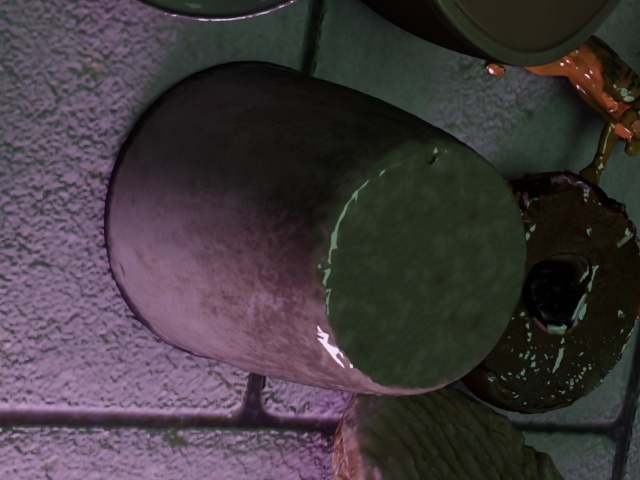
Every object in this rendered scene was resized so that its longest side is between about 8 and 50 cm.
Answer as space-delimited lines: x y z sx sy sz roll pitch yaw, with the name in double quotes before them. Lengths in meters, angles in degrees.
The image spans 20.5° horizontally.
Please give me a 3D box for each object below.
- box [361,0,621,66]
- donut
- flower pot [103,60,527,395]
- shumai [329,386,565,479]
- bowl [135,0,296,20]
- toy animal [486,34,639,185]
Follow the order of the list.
"box" 0.147 -0.326 1.667 0.301 0.216 0.301 -8 105 -29
"donut" 0.223 0.052 1.859 0.269 0.103 0.270 -7 103 -33
"flower pot" 0.000 0.000 1.576 0.293 0.330 0.294 -7 104 -29
"shumai" 0.096 0.309 1.810 0.314 0.262 0.267 51 37 12
"bowl" -0.064 -0.357 1.529 0.157 0.337 0.337 -19 116 -71
"toy animal" 0.275 -0.179 1.846 0.255 0.114 0.116 47 53 -18
